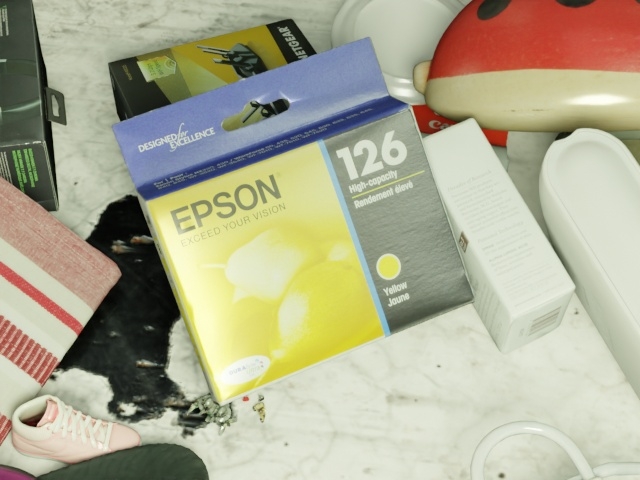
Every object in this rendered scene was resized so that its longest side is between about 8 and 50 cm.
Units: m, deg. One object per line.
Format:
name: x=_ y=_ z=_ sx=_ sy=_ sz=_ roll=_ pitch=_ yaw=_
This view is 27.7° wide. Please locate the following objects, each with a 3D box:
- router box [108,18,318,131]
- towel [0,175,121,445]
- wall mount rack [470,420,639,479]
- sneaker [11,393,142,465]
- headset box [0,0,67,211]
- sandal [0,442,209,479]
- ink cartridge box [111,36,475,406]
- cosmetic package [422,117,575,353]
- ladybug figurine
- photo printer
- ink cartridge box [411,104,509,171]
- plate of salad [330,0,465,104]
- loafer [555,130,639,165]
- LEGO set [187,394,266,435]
router box: x=-0.093 y=-0.131 z=1.519 sx=0.243 sy=0.081 sz=0.309 roll=-16 pitch=42 yaw=-14
towel: x=-0.386 y=0.085 z=1.346 sx=0.237 sy=0.037 sz=0.329 roll=39 pitch=60 yaw=-13
wall mount rack: x=0.291 y=0.322 z=1.214 sx=0.304 sy=0.130 sz=0.350 roll=-19 pitch=56 yaw=-12
sneaker: x=-0.250 y=0.194 z=1.317 sx=0.134 sy=0.070 sz=0.051 roll=6 pitch=51 yaw=1
headset box: x=-0.445 y=-0.150 z=1.528 sx=0.283 sy=0.131 sz=0.246 roll=-9 pitch=54 yaw=-9
sandal: x=-0.323 y=0.259 z=1.207 sx=0.445 sy=0.107 sz=0.167 roll=-16 pitch=29 yaw=-21
ink cartridge box: x=-0.023 y=-0.026 z=1.356 sx=0.303 sy=0.072 sz=0.307 roll=-21 pitch=97 yaw=-14
cosmetic package: x=0.183 y=-0.005 z=1.428 sx=0.085 sy=0.117 sz=0.231 roll=-25 pitch=66 yaw=-11
ladybug figurine: x=0.333 y=-0.222 z=1.522 sx=0.449 sy=0.162 sz=0.305 roll=-3 pitch=13 yaw=1
photo printer: x=0.328 y=0.045 z=1.341 sx=0.107 sy=0.256 sz=0.307 roll=-27 pitch=57 yaw=3
ink cartridge box: x=0.159 y=-0.117 z=1.583 sx=0.145 sy=0.045 sz=0.179 roll=10 pitch=56 yaw=5
plate of salad: x=0.111 y=-0.253 z=1.681 sx=0.200 sy=0.048 sz=0.200 roll=2 pitch=62 yaw=-3
loafer: x=0.404 y=-0.099 z=1.565 sx=0.251 sy=0.094 sz=0.087 roll=-5 pitch=91 yaw=-10
LEGO set: x=-0.098 y=0.174 z=1.365 sx=0.083 sy=0.023 sz=0.054 roll=-17 pitch=56 yaw=-14
